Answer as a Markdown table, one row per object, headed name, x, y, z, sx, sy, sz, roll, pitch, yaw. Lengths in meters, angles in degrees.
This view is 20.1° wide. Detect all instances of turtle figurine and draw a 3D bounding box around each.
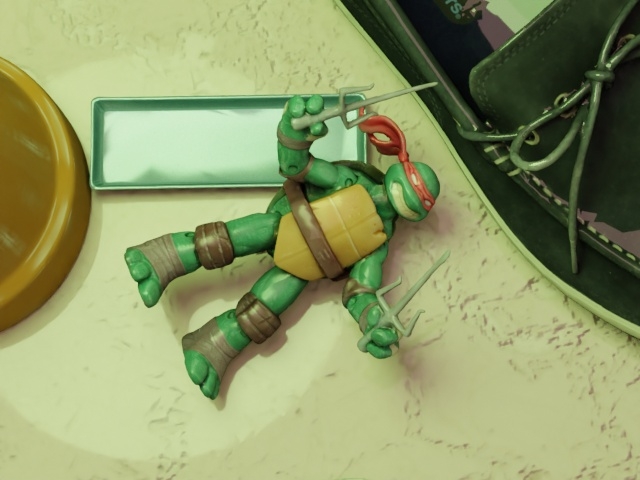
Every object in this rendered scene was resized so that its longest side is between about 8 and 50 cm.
| name | x | y | z | sx | sy | sz | roll | pitch | yaw |
| --- | --- | --- | --- | --- | --- | --- | --- | --- | --- |
| turtle figurine | 0.000 | 0.000 | 1.182 | 0.234 | 0.118 | 0.175 | -29 | 90 | 7 |

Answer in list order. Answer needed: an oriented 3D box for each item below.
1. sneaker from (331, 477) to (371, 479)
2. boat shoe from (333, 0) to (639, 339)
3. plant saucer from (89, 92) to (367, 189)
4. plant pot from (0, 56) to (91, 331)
| name | x | y | z | sx | sy | sz | roll | pitch | yaw |
| --- | --- | --- | --- | --- | --- | --- | --- | --- | --- |
| sneaker | 0.027 | 0.226 | 1.165 | 0.061 | 0.053 | 0.152 | -9 | 77 | -1 |
| boat shoe | 0.163 | -0.108 | 1.180 | 0.187 | 0.156 | 0.500 | -41 | 80 | -7 |
| plant saucer | -0.063 | -0.067 | 1.251 | 0.192 | 0.018 | 0.067 | -1 | 78 | 3 |
| plant pot | -0.267 | -0.047 | 1.173 | 0.205 | 0.188 | 0.205 | -1 | 78 | 3 |
